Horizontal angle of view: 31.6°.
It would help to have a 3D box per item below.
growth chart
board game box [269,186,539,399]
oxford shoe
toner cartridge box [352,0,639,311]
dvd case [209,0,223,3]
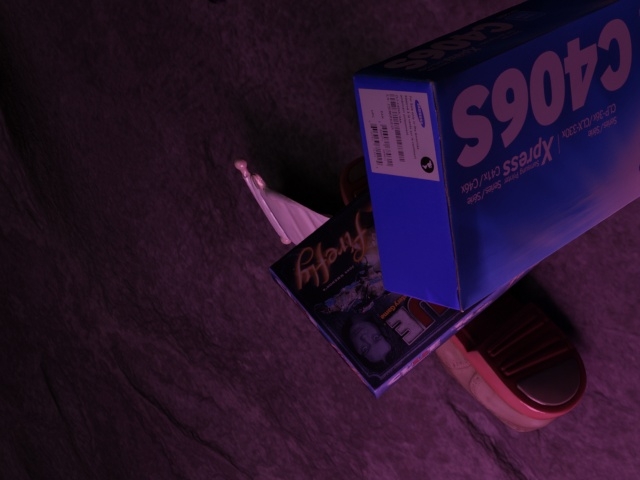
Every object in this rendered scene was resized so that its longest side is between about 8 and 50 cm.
[{"bbox_3d":[0.000,0.000,1.347,0.237,0.021,0.172,30,157,41],"label":"growth chart"},{"bbox_3d":[0.095,0.016,1.119,0.165,0.243,0.042,48,171,17],"label":"board game box"},{"bbox_3d":[0.127,0.063,1.206,0.348,0.123,0.130,54,154,17],"label":"oxford shoe"},{"bbox_3d":[0.178,-0.095,0.852,0.075,0.347,0.165,15,124,44],"label":"toner cartridge box"},{"bbox_3d":[-0.192,-0.420,1.362,0.253,0.022,0.180,39,138,27],"label":"dvd case"}]
